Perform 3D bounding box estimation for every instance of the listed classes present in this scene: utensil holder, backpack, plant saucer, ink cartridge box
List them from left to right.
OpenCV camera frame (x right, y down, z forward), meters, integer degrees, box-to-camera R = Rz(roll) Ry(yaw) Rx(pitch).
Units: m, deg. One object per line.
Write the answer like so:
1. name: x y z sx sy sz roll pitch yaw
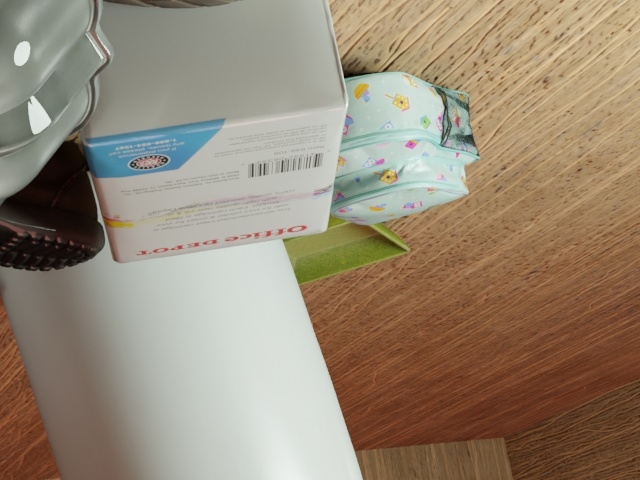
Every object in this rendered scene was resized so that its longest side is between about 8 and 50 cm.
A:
1. utensil holder: -0.160 0.136 1.486 0.328 0.385 0.327 -19 167 -4
2. ink cartridge box: -0.098 -0.124 1.128 0.198 0.197 0.270 -9 161 -7
3. plant saucer: 0.000 0.000 1.792 0.188 0.045 0.188 -17 161 19
4. backpack: 0.059 -0.097 1.394 0.166 0.144 0.188 -15 159 29

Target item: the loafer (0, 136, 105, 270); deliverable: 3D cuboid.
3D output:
1. loafer: -0.353 -0.068 1.177 0.134 0.130 0.366 -20 154 38

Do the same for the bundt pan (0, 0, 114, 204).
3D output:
1. bundt pan: -0.310 -0.124 0.871 0.331 0.124 0.330 10 140 9

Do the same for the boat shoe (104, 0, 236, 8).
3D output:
1. boat shoe: -0.050 -0.242 0.947 0.325 0.116 0.123 -8 169 2
